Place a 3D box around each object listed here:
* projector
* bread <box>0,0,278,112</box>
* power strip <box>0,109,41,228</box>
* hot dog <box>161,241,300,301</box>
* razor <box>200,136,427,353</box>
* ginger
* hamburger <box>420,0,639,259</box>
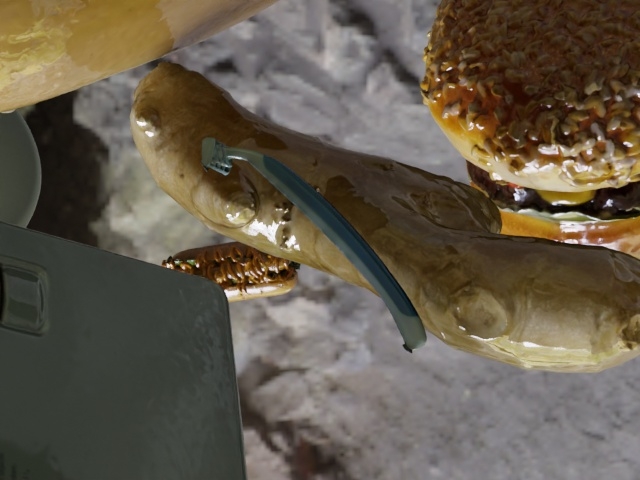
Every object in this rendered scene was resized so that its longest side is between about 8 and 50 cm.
[{"bbox_3d":[-0.143,0.127,0.785,0.099,0.192,0.256,-41,44,38],"label":"projector"},{"bbox_3d":[-0.172,-0.296,0.999,0.253,0.376,0.348,-12,101,58],"label":"bread"},{"bbox_3d":[-0.504,-0.058,1.605,0.161,0.357,0.357,-49,50,41],"label":"power strip"},{"bbox_3d":[-0.105,0.036,1.668,0.188,0.055,0.072,-9,84,19],"label":"hot dog"},{"bbox_3d":[0.002,-0.003,0.913,0.191,0.068,0.037,42,94,7],"label":"razor"},{"bbox_3d":[0.038,-0.007,1.022,0.363,0.348,0.122,-124,49,-63],"label":"ginger"},{"bbox_3d":[0.268,-0.151,1.348,0.330,0.330,0.250,51,176,48],"label":"hamburger"}]
